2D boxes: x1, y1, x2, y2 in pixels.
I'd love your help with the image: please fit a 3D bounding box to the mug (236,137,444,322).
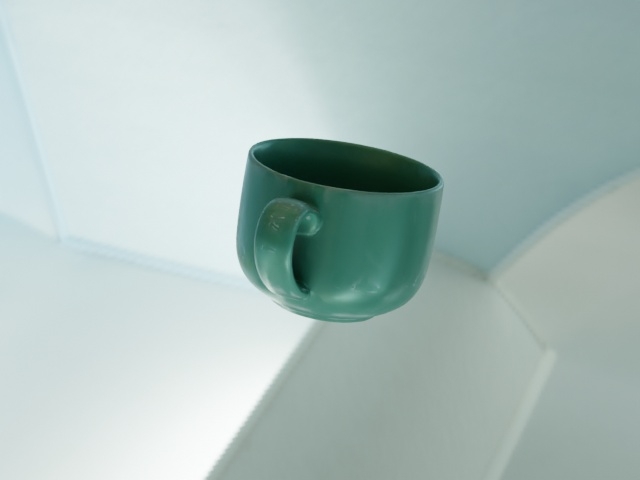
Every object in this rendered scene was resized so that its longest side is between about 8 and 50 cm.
[{"bbox_3d":[-0.001,-0.003,0.930,0.158,0.097,0.129,-4,-158,-34],"label":"mug"}]
